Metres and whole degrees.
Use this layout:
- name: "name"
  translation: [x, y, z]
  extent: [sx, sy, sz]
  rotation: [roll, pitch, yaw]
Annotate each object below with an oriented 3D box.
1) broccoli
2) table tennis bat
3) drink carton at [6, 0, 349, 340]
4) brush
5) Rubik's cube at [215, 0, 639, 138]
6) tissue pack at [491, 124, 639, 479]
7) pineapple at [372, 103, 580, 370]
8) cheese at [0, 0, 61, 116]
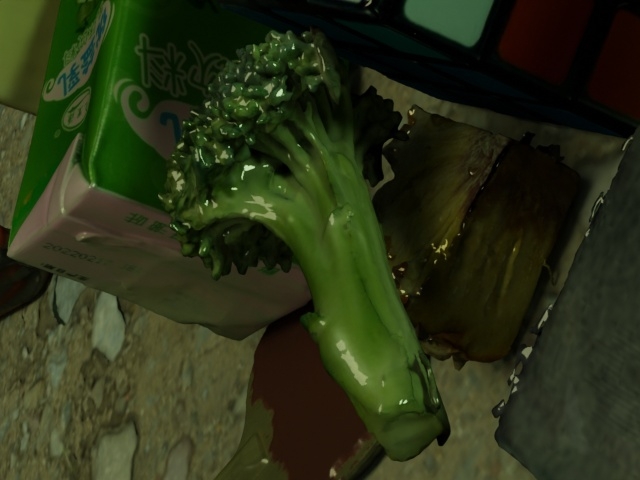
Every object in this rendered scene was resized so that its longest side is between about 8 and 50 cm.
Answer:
- name: "broccoli"
  translation: [0.001, 0.001, 0.525]
  extent: [0.122, 0.118, 0.204]
  rotation: [-43, 45, 18]
- name: "table tennis bat"
  translation: [-0.017, 0.101, 0.699]
  extent: [0.234, 0.022, 0.131]
  rotation: [-53, 38, 24]
- name: "drink carton"
  translation: [-0.070, -0.093, 0.736]
  extent: [0.108, 0.161, 0.271]
  rotation: [-32, 45, 47]
- name: "brush"
  translation: [-0.294, 0.028, 1.106]
  extent: [0.323, 0.051, 0.070]
  rotation: [-24, 53, 49]
- name: "Rubik's cube"
  translation: [0.069, -0.149, 0.562]
  extent: [0.162, 0.161, 0.163]
  rotation: [29, 100, 56]
- name: "tissue pack"
  translation: [0.234, -0.048, 0.307]
  extent: [0.288, 0.124, 0.394]
  rotation: [39, 108, 55]
- name: "pineapple"
  translation: [0.067, -0.017, 0.586]
  extent: [0.116, 0.069, 0.137]
  rotation: [-38, 44, 41]
- name: "cheese"
  translation: [-0.226, -0.162, 0.902]
  extent: [0.242, 0.266, 0.123]
  rotation: [21, 93, 56]
